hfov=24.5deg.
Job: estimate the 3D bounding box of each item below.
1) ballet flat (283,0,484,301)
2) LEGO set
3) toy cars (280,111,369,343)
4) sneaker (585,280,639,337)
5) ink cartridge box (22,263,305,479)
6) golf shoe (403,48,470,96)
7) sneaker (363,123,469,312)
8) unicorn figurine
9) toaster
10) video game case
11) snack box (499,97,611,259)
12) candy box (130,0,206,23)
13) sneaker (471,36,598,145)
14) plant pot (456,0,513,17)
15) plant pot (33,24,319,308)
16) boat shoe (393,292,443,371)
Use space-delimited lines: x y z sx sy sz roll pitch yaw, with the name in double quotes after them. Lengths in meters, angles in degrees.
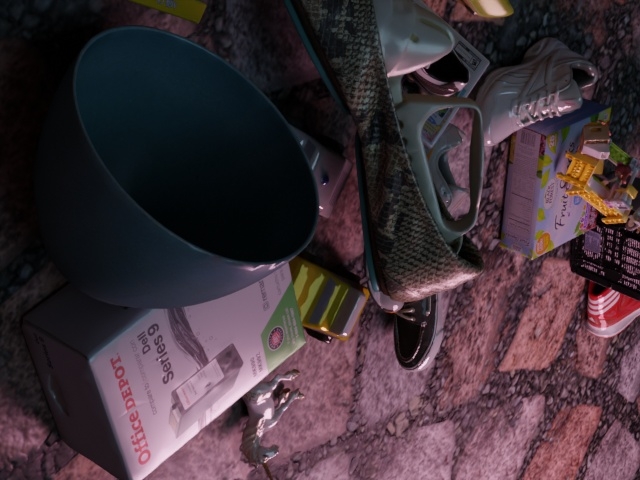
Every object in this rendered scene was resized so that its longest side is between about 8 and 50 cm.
0.092 -0.154 1.717 0.164 0.182 0.482 -76 151 -63 "ballet flat"
0.426 -0.118 2.168 0.287 0.132 0.107 44 66 -44 "LEGO set"
0.000 0.000 1.849 0.176 0.087 0.393 -38 136 -32 "toy cars"
0.542 0.064 2.557 0.221 0.087 0.128 -40 138 -31 "sneaker"
-0.169 0.105 1.671 0.289 0.122 0.211 -39 136 -30 "ink cartridge box"
0.106 -0.251 1.785 0.198 0.094 0.077 38 77 -21 "golf shoe"
0.126 -0.034 1.900 0.099 0.121 0.262 -12 109 -78 "sneaker"
-0.069 0.220 1.924 0.111 0.060 0.162 -40 121 -30 "unicorn figurine"
0.497 -0.012 2.392 0.110 0.168 0.185 -36 136 -37 "toaster"
0.118 -0.218 1.856 0.157 0.019 0.143 39 76 -17 "video game case"
0.358 -0.096 2.248 0.174 0.070 0.207 -23 125 -42 "snack box"
-0.214 -0.256 1.423 0.206 0.105 0.027 11 107 -52 "candy box"
0.307 -0.205 2.085 0.232 0.115 0.090 -42 138 -28 "sneaker"
0.178 -0.408 1.717 0.207 0.227 0.228 -46 142 0 "plant pot"
-0.173 -0.043 1.493 0.290 0.290 0.195 -6 150 -50 "plant pot"
0.128 0.080 2.069 0.070 0.078 0.219 -7 107 -50 "boat shoe"
